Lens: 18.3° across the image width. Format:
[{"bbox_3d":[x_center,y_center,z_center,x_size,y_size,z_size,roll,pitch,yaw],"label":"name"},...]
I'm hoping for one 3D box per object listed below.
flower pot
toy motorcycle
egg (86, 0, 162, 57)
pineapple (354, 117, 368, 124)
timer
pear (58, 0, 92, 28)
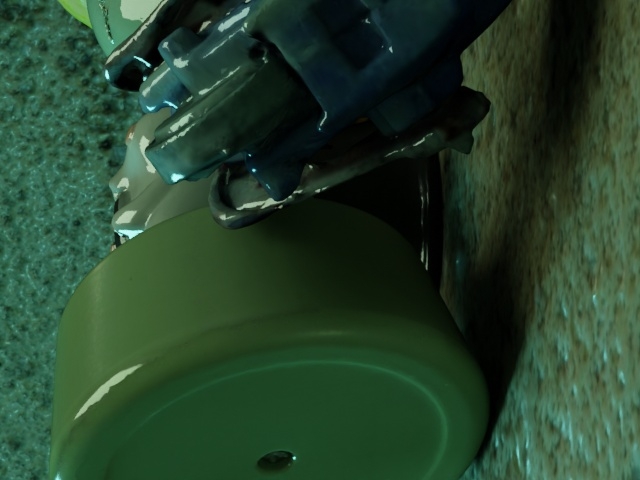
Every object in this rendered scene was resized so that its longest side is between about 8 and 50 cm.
[{"bbox_3d":[0.000,0.000,1.576,0.235,0.148,0.235,-177,90,-81],"label":"flower pot"},{"bbox_3d":[0.018,-0.157,1.175,0.182,0.319,0.241,47,-165,-35],"label":"toy motorcycle"},{"bbox_3d":[-0.055,-0.190,1.582,0.203,0.282,0.203,9,-90,-70],"label":"egg"},{"bbox_3d":[0.001,-0.081,1.793,0.233,0.079,0.135,-160,70,-79],"label":"pineapple"},{"bbox_3d":[-0.062,0.027,1.374,0.291,0.290,0.315,103,157,-49],"label":"timer"},{"bbox_3d":[-0.126,-0.347,1.815,0.391,0.391,0.391,-178,90,-81],"label":"pear"}]
